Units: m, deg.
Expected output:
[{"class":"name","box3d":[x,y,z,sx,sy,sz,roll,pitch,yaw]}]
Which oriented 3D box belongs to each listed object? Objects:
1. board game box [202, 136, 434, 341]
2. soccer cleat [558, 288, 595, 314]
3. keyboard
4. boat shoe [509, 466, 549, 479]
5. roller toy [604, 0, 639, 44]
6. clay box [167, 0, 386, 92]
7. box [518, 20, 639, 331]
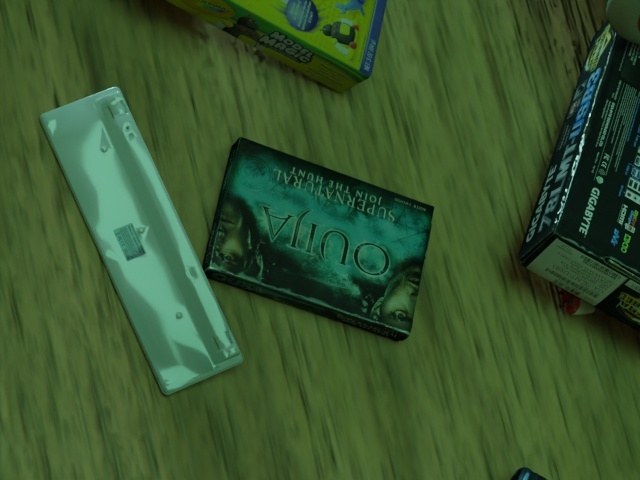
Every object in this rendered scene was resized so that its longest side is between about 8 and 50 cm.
[{"class":"board game box","box3d":[0.000,0.000,1.479,0.186,0.026,0.126,19,65,-15]},{"class":"soccer cleat","box3d":[0.231,0.027,1.564,0.036,0.029,0.083,10,69,-31]},{"class":"keyboard","box3d":[-0.147,-0.002,1.423,0.072,0.014,0.256,-24,81,-9]},{"class":"boat shoe","box3d":[0.113,0.279,1.397,0.089,0.109,0.258,47,45,7]},{"class":"roller toy","box3d":[0.333,-0.266,1.547,0.209,0.191,0.146,2,62,-40]},{"class":"clay box","box3d":[-0.045,-0.234,1.504,0.222,0.053,0.127,26,63,-29]},{"class":"box","box3d":[0.353,-0.033,1.589,0.293,0.073,0.295,30,55,-11]}]
